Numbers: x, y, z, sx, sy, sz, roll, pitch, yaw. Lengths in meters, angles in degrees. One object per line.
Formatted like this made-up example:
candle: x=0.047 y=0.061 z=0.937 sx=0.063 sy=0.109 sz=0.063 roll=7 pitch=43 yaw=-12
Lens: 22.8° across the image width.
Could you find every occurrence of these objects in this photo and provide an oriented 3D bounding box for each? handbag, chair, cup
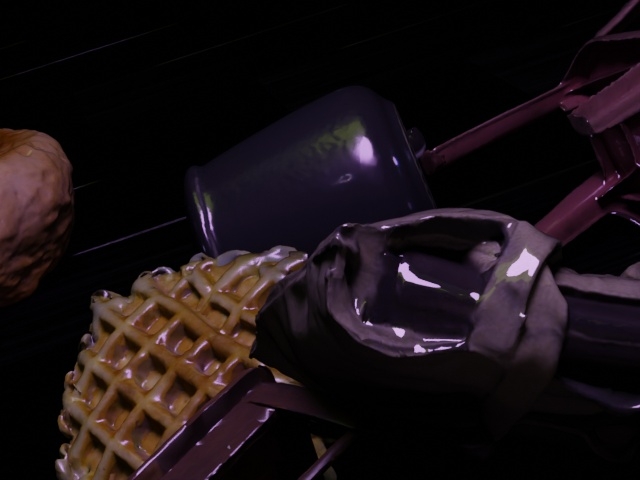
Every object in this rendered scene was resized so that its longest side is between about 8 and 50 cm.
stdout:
handbag: x=0.125 y=0.052 z=0.787 sx=0.315 sy=0.109 sz=0.253 roll=10 pitch=-10 yaw=-2
chair: x=-0.069 y=0.170 z=0.781 sx=0.319 sy=0.160 sz=0.186 roll=7 pitch=36 yaw=42
cup: x=0.000 y=0.000 z=1.148 sx=0.176 sy=0.169 sz=0.223 roll=-19 pitch=36 yaw=4
chair: x=0.255 y=-0.084 z=1.157 sx=0.326 sy=0.176 sz=0.183 roll=-35 pitch=21 yaw=-30

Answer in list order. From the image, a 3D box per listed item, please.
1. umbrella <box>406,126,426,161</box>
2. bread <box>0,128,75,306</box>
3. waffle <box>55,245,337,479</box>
umbrella: x=0.007 y=-0.045 z=1.373 sx=0.248 sy=0.071 sz=0.071 roll=-27 pitch=24 yaw=-31
bread: x=-0.328 y=-0.010 z=1.428 sx=0.244 sy=0.134 sz=0.244 roll=-16 pitch=19 yaw=6
waffle: x=-0.075 y=0.092 z=1.021 sx=0.207 sy=0.054 sz=0.214 roll=-16 pitch=48 yaw=22
